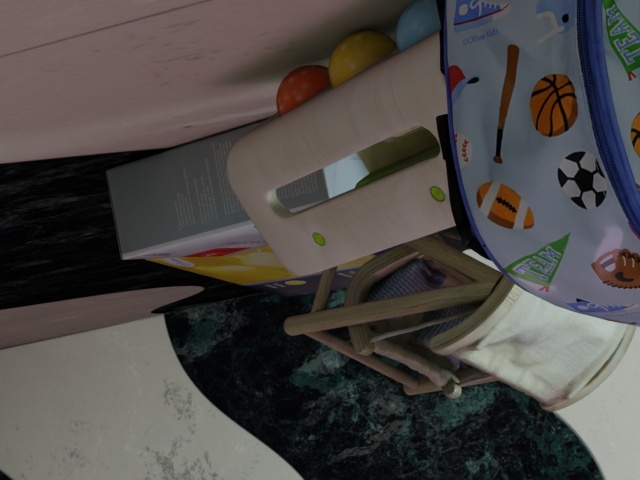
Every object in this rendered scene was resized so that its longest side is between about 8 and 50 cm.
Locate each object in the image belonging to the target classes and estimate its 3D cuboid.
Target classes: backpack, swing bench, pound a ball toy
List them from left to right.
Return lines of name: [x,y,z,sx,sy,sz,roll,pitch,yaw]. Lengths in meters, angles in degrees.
pound a ball toy: [0.068,-0.098,1.046,0.208,0.136,0.319,-38,-170,-31]
swing bench: [0.149,0.066,1.465,0.254,0.165,0.253,7,166,37]
backpack: [0.188,-0.073,0.765,0.263,0.276,0.213,1,163,-39]

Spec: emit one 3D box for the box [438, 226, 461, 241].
box: [0.292,-0.032,1.481,0.395,0.097,0.318,14,167,-11]

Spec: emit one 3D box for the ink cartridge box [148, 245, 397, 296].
ink cartridge box: [0.000,0.000,1.763,0.307,0.072,0.303,-8,163,33]

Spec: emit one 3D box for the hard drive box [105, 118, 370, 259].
hard drive box: [-0.049,-0.050,1.365,0.232,0.089,0.181,-14,173,31]

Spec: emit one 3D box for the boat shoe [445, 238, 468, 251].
boat shoe: [0.216,-0.051,1.982,0.320,0.103,0.118,-15,157,-26]
